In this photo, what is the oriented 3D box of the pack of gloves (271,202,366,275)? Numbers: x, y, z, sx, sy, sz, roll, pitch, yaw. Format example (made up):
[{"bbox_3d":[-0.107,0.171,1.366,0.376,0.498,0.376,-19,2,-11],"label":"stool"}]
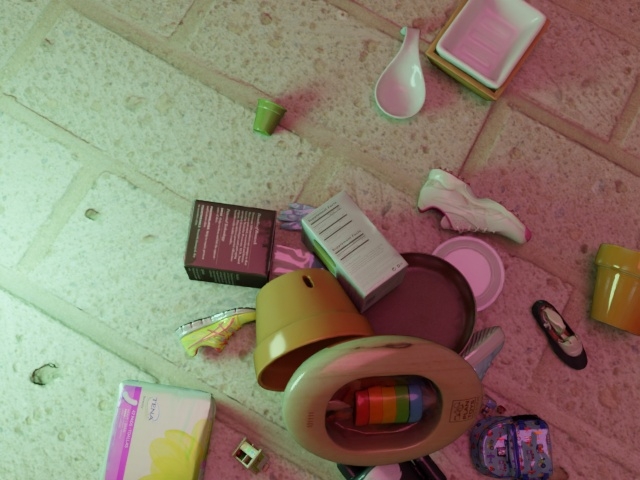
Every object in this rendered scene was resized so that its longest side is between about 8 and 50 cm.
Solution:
[{"bbox_3d":[0.000,0.000,2.001,0.232,0.046,0.195,5,76,-3],"label":"pack of gloves"}]

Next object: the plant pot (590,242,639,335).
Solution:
[{"bbox_3d":[0.766,0.129,1.963,0.205,0.205,0.188,20,91,1],"label":"plant pot"}]

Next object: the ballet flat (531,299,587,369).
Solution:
[{"bbox_3d":[0.603,0.235,1.977,0.074,0.074,0.203,-32,81,-11],"label":"ballet flat"}]

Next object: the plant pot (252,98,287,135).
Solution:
[{"bbox_3d":[-0.140,-0.317,2.059,0.083,0.083,0.079,22,87,1],"label":"plant pot"}]

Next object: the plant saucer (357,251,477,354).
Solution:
[{"bbox_3d":[0.227,0.181,1.940,0.310,0.050,0.311,-4,68,9],"label":"plant saucer"}]

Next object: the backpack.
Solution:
[{"bbox_3d":[0.449,0.493,1.872,0.173,0.117,0.158,0,84,-1],"label":"backpack"}]

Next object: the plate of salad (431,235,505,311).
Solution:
[{"bbox_3d":[0.367,0.088,2.007,0.199,0.048,0.200,-1,79,6],"label":"plate of salad"}]

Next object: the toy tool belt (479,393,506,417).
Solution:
[{"bbox_3d":[0.405,0.409,1.933,0.083,0.052,0.051,35,102,3],"label":"toy tool belt"}]

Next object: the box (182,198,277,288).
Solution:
[{"bbox_3d":[-0.217,0.013,1.917,0.203,0.168,0.167,7,75,-3],"label":"box"}]

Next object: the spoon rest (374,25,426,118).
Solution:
[{"bbox_3d":[0.224,-0.455,2.115,0.137,0.084,0.277,11,74,-2],"label":"spoon rest"}]

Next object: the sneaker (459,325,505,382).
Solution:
[{"bbox_3d":[0.329,0.365,1.906,0.366,0.135,0.150,-42,98,-9],"label":"sneaker"}]

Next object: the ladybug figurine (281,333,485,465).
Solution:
[{"bbox_3d":[0.134,0.332,1.717,0.449,0.162,0.305,2,110,-11],"label":"ladybug figurine"}]

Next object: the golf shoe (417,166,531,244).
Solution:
[{"bbox_3d":[0.388,-0.060,2.024,0.306,0.115,0.140,33,85,12],"label":"golf shoe"}]

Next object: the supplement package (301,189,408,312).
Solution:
[{"bbox_3d":[0.077,0.027,1.904,0.133,0.139,0.244,-35,72,-15],"label":"supplement package"}]

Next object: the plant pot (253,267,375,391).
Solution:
[{"bbox_3d":[-0.033,0.200,1.843,0.290,0.291,0.204,-15,61,-8],"label":"plant pot"}]

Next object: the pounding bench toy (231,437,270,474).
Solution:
[{"bbox_3d":[-0.160,0.511,1.859,0.065,0.083,0.052,28,70,35],"label":"pounding bench toy"}]

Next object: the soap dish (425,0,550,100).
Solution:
[{"bbox_3d":[0.448,-0.537,2.135,0.229,0.118,0.291,35,76,5],"label":"soap dish"}]

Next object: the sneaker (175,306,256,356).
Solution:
[{"bbox_3d":[-0.239,0.222,1.916,0.208,0.081,0.094,-19,85,-2],"label":"sneaker"}]

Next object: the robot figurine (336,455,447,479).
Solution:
[{"bbox_3d":[0.162,0.580,1.806,0.278,0.209,0.173,49,51,9],"label":"robot figurine"}]

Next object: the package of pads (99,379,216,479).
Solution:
[{"bbox_3d":[-0.372,0.482,1.821,0.229,0.101,0.297,9,76,-2],"label":"package of pads"}]
